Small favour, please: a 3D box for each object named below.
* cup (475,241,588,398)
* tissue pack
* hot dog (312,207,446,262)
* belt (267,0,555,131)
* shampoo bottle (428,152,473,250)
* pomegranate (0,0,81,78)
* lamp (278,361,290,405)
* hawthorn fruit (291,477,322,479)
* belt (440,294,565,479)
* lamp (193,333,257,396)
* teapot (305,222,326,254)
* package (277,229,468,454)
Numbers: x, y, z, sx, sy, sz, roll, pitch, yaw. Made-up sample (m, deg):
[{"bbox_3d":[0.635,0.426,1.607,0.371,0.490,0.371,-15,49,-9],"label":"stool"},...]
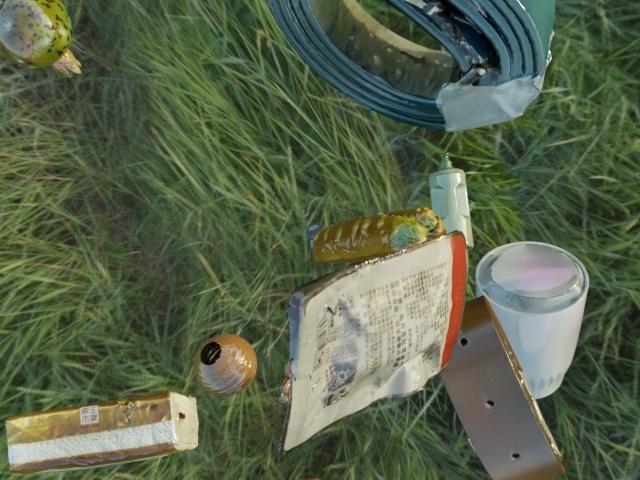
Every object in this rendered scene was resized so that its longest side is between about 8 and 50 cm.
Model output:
[{"bbox_3d":[0.515,0.206,1.650,0.253,0.253,0.371,-7,128,5],"label":"cup"},{"bbox_3d":[-0.298,0.274,0.947,0.226,0.183,0.091,-10,78,-2],"label":"tissue pack"},{"bbox_3d":[0.088,-0.007,1.051,0.115,0.269,0.072,-6,87,-38],"label":"hot dog"},{"bbox_3d":[0.134,-0.338,0.976,0.437,0.300,0.173,32,54,-9],"label":"belt"},{"bbox_3d":[0.300,-0.092,1.549,0.087,0.118,0.234,-6,79,7],"label":"shampoo bottle"},{"bbox_3d":[-0.558,-0.405,1.323,0.159,0.205,0.159,-12,57,18],"label":"pomegranate"},{"bbox_3d":[-0.061,0.290,1.336,0.031,0.063,0.083,-3,66,35],"label":"lamp"},{"bbox_3d":[-0.016,0.292,0.644,0.128,0.128,0.128,0,95,4],"label":"hawthorn fruit"},{"bbox_3d":[0.283,0.259,1.087,0.122,0.217,0.338,-25,104,13],"label":"belt"},{"bbox_3d":[-0.203,0.268,1.425,0.136,0.136,0.136,0,95,4],"label":"lamp"},{"bbox_3d":[0.000,0.000,1.421,0.066,0.088,0.057,-30,130,-1],"label":"teapot"},{"bbox_3d":[0.057,0.085,0.586,0.030,0.239,0.154,24,118,43],"label":"package"}]
